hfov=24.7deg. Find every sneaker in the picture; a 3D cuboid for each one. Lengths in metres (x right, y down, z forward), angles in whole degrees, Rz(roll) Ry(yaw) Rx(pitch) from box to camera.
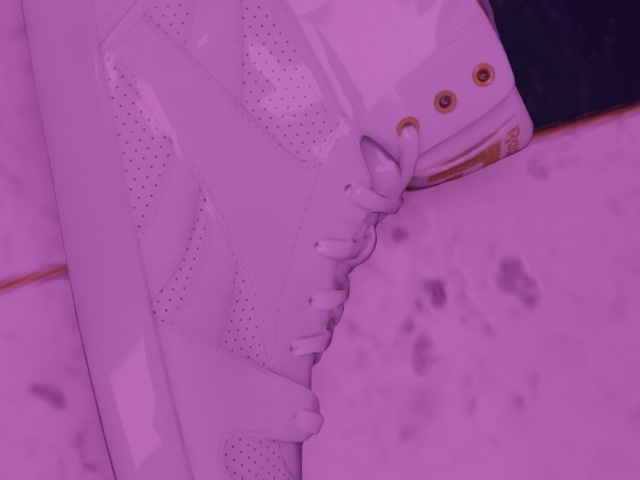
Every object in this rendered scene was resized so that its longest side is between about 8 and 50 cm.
[{"bbox_3d":[0.000,0.000,0.501,0.169,0.108,0.292,-10,87,-7],"label":"sneaker"}]
